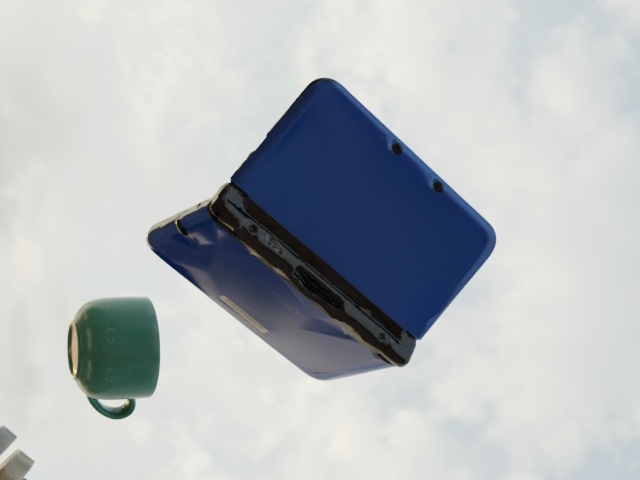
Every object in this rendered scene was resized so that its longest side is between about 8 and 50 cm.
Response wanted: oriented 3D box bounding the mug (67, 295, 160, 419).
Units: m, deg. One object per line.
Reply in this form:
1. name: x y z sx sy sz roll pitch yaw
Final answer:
1. mug: -0.265 0.150 1.474 0.129 0.097 0.158 165 -76 -66

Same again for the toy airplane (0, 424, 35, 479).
1. toy airplane: -0.450 0.372 1.265 0.272 0.384 0.386 54 -13 12

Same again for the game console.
1. game console: 0.000 0.000 1.305 0.293 0.173 0.250 41 -34 -21
